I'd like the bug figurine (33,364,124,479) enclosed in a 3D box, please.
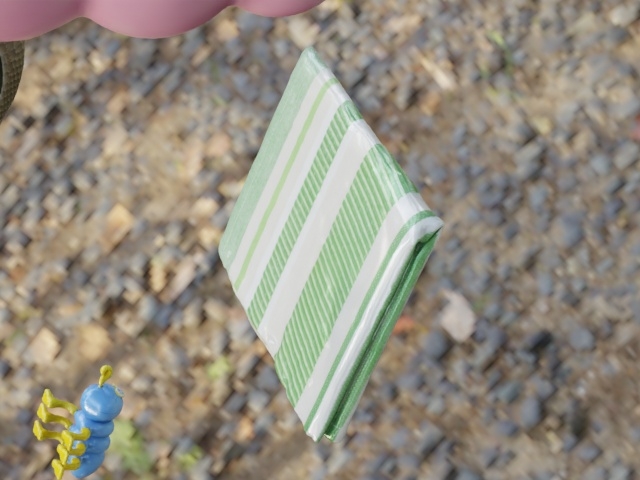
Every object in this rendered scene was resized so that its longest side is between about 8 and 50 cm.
[{"bbox_3d":[-0.176,0.246,1.513,0.279,0.072,0.216,52,126,54],"label":"bug figurine"}]

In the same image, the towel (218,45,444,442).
[{"bbox_3d":[0.000,0.000,1.697,0.248,0.038,0.325,-66,29,22],"label":"towel"}]

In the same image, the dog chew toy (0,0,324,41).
[{"bbox_3d":[-0.127,-0.222,1.192,0.331,0.207,0.207,5,52,-10],"label":"dog chew toy"}]

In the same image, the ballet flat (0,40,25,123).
[{"bbox_3d":[-0.290,-0.095,1.448,0.058,0.084,0.250,146,141,-79],"label":"ballet flat"}]
